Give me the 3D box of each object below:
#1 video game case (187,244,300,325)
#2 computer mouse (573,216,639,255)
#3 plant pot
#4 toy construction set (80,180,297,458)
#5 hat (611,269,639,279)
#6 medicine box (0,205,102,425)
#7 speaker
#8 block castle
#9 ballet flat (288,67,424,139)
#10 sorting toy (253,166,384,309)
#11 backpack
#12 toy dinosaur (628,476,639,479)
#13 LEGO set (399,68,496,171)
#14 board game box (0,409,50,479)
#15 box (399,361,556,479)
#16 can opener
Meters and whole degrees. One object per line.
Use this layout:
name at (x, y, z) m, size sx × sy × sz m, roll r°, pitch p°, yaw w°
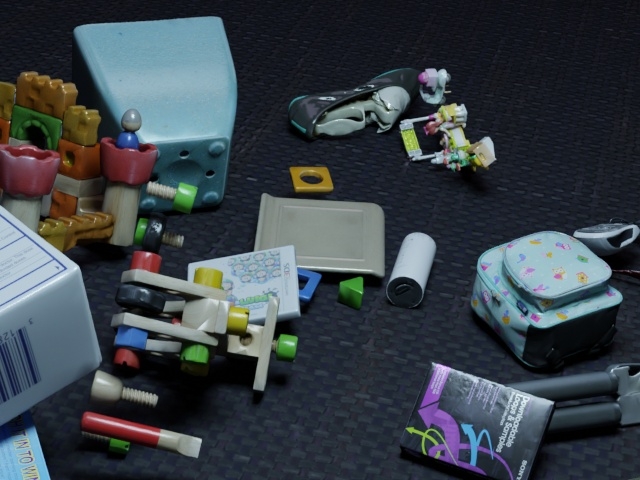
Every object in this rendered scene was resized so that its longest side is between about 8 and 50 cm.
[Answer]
video game case at (-0.109, 0.069, 1.833) m, size 0.157 × 0.019 × 0.143 m, roll -10°, pitch 39°, yaw 4°
computer mouse at (0.452, -0.004, 2.019) m, size 0.106 × 0.042 × 0.193 m, roll 5°, pitch 11°, yaw 41°
plant pot at (-0.253, -0.179, 2.100) m, size 0.248 × 0.247 × 0.252 m, roll -7°, pitch 46°, yaw -19°
toy construction set at (-0.144, 0.137, 1.605) m, size 0.237 × 0.257 × 0.309 m, roll 15°, pitch 50°, yaw -6°
hat at (0.552, 0.062, 1.987) m, size 0.173 × 0.183 × 0.208 m, roll -37°, pitch 91°, yaw -41°
medicine box at (-0.440, 0.085, 1.469) m, size 0.263 × 0.149 × 0.289 m, roll -31°, pitch 44°, yaw -29°
speaker at (0.135, 0.043, 1.932) m, size 0.055 × 0.055 × 0.136 m, roll 9°, pitch 30°, yaw 9°
block castle at (-0.487, -0.135, 1.915) m, size 0.453 × 0.213 × 0.303 m, roll 18°, pitch 15°, yaw 29°
ballet flat at (0.079, -0.235, 2.383) m, size 0.280 × 0.095 × 0.096 m, roll -18°, pitch 45°, yaw -17°
sorting toy at (0.000, 0.000, 1.990) m, size 0.196 × 0.047 × 0.347 m, roll 7°, pitch 36°, yaw -2°
backpack at (0.305, 0.070, 1.824) m, size 0.166 × 0.144 × 0.188 m, roll -18°, pitch 34°, yaw -25°
toy dinosaur at (0.491, 0.339, 1.439) m, size 0.313 × 0.121 × 0.160 m, roll 14°, pitch 19°, yaw 25°
LEGO set at (0.209, -0.173, 2.259) m, size 0.107 × 0.132 × 0.287 m, roll -10°, pitch 38°, yaw -8°
board game box at (-0.472, 0.250, 1.460) m, size 0.302 × 0.086 × 0.308 m, roll -7°, pitch 32°, yaw -19°
box at (0.190, 0.225, 1.586) m, size 0.162 × 0.029 × 0.116 m, roll 16°, pitch 70°, yaw 18°
can opener at (0.346, 0.204, 1.689) m, size 0.283 × 0.076 × 0.095 m, roll -5°, pitch -1°, yaw -15°
